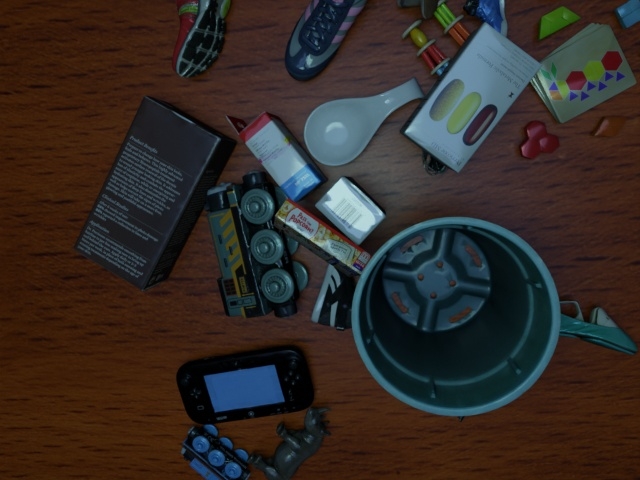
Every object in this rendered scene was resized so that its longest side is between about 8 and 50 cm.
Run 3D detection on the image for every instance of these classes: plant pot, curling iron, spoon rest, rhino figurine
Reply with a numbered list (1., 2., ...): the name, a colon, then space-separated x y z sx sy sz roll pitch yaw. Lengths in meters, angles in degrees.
1. plant pot: 0.241 0.107 1.056 0.341 0.334 0.341 1 98 7
2. curling iron: 0.311 -0.258 1.151 0.068 0.035 0.274 38 100 1
3. spoon rest: 0.092 -0.264 1.153 0.276 0.084 0.137 -29 93 9
4. rhino figurine: -0.059 0.479 1.273 0.106 0.073 0.243 42 98 -10

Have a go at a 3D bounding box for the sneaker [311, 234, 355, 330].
1. sneaker: 0.066 0.100 1.212 0.121 0.079 0.216 18 107 1

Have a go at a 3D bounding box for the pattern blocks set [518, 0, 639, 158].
1. pattern blocks set: 0.535 -0.340 1.113 0.325 0.026 0.285 -21 97 7

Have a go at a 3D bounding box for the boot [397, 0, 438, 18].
1. boot: 0.197 -0.496 1.107 0.087 0.042 0.118 1 66 43

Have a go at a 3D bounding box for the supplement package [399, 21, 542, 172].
1. supplement package: 0.285 -0.273 1.060 0.139 0.134 0.244 35 102 -3

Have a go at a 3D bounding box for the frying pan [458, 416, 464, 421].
1. frying pan: 0.357 0.233 1.137 0.053 0.197 0.326 26 100 23

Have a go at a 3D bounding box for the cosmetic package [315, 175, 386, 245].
1. cosmetic package: 0.068 -0.067 1.106 0.117 0.231 0.085 44 100 -1

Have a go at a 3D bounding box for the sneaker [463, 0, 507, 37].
1. sneaker: 0.335 -0.461 1.109 0.085 0.058 0.152 -1 93 1

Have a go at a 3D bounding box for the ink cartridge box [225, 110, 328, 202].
1. ink cartridge box: -0.090 -0.195 1.158 0.078 0.134 0.231 -38 92 11

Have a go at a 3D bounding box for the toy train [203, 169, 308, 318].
1. toy train: -0.151 0.018 1.198 0.190 0.142 0.333 -12 96 18

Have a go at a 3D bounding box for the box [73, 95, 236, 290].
1. box: -0.368 -0.103 1.204 0.191 0.143 0.381 31 102 3

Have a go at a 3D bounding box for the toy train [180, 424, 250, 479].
1. toy train: -0.258 0.530 1.303 0.184 0.080 0.105 38 106 1

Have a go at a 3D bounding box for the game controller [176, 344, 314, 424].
1. game controller: -0.178 0.344 1.273 0.319 0.067 0.166 -11 96 9

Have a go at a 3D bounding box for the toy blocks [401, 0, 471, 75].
1. toy blocks: 0.263 -0.411 1.128 0.123 0.054 0.148 -39 91 10

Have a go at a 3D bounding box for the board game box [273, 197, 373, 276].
1. board game box: 0.000 0.000 1.047 0.193 0.147 0.045 34 82 -3

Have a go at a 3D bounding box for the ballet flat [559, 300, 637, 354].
1. ballet flat: 0.564 0.178 1.157 0.247 0.083 0.087 12 85 3

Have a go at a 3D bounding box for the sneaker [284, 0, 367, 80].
1. sneaker: 0.022 -0.480 1.109 0.112 0.131 0.319 35 100 1

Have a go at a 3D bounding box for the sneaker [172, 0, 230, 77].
1. sneaker: -0.271 -0.495 1.176 0.118 0.107 0.279 22 97 22
